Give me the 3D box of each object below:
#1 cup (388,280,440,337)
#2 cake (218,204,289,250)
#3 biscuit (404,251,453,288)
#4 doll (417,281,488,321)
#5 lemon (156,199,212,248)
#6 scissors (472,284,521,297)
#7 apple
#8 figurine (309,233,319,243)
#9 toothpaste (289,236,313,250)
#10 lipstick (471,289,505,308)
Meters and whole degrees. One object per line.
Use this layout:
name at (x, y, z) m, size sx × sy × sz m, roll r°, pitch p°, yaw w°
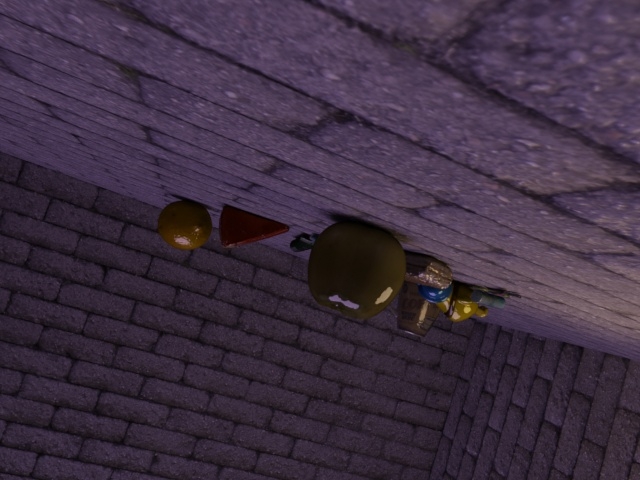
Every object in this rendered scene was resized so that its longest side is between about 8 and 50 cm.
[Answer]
cup at (0.437, 0.317, 2.335) m, size 0.301 × 0.257 × 0.227 m, roll 20°, pitch 172°, yaw 8°
cake at (-0.264, -0.074, 1.877) m, size 0.262 × 0.160 × 0.158 m, roll -16°, pitch 173°, yaw -1°
biscuit at (0.219, 0.071, 1.550) m, size 0.144 × 0.079 × 0.426 m, roll 24°, pitch 171°, yaw -39°
doll at (0.473, 0.214, 1.783) m, size 0.363 × 0.145 × 0.199 m, roll 28°, pitch 161°, yaw -34°
lemon at (-0.606, -0.067, 2.168) m, size 0.253 × 0.229 × 0.228 m, roll 14°, pitch 173°, yaw 30°
scissors at (0.604, 0.177, 1.616) m, size 0.133 × 0.020 × 0.187 m, roll 16°, pitch 176°, yaw -5°
apple at (0.089, 0.073, 1.247) m, size 0.262 × 0.262 × 0.262 m, roll 18°, pitch 174°, yaw 2°
figurine at (0.000, 0.000, 1.769) m, size 0.106 × 0.047 × 0.060 m, roll 23°, pitch 143°, yaw 46°
toothpaste at (-0.078, 0.014, 2.077) m, size 0.098 × 0.061 × 0.392 m, roll 20°, pitch 171°, yaw -12°
lipstick at (0.610, 0.215, 1.741) m, size 0.158 × 0.048 × 0.048 m, roll 16°, pitch 177°, yaw -37°
